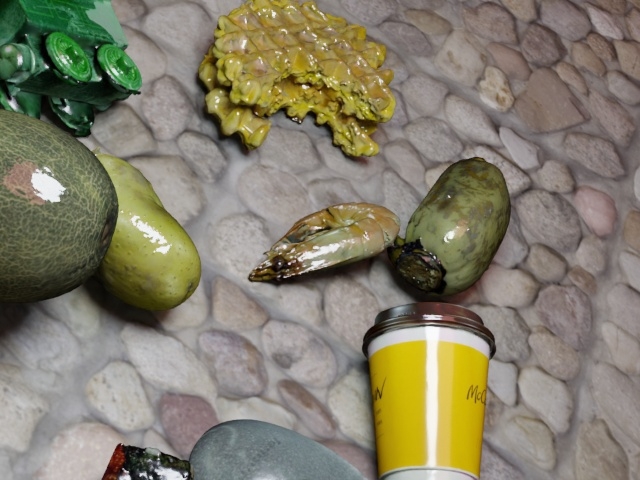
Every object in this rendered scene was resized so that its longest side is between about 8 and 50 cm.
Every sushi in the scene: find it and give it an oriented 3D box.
[{"bbox_3d":[-0.226,0.359,1.452,0.126,0.136,0.225,21,54,-5],"label":"sushi"}]

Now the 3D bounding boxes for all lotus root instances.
[{"bbox_3d":[0.225,-0.035,1.961,0.173,0.173,0.309,36,47,-2],"label":"lotus root"}]

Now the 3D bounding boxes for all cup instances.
[{"bbox_3d":[0.154,0.235,1.730,0.196,0.196,0.280,14,59,-21],"label":"cup"}]

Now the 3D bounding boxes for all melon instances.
[{"bbox_3d":[-0.405,-0.046,1.499,0.301,0.237,0.237,14,50,4],"label":"melon"}]

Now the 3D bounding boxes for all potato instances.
[{"bbox_3d":[-0.265,-0.008,1.667,0.248,0.169,0.143,44,69,13],"label":"potato"}]

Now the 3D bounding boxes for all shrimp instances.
[{"bbox_3d":[0.000,0.001,1.872,0.267,0.061,0.145,-29,44,-26],"label":"shrimp"}]

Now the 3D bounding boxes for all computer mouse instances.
[{"bbox_3d":[-0.014,0.377,1.573,0.374,0.114,0.203,42,47,2],"label":"computer mouse"}]

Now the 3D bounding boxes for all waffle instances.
[{"bbox_3d":[-0.042,-0.264,1.988,0.324,0.151,0.261,3,52,-32],"label":"waffle"}]

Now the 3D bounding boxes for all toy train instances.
[{"bbox_3d":[-0.383,-0.268,1.761,0.266,0.145,0.202,0,60,-61],"label":"toy train"}]
